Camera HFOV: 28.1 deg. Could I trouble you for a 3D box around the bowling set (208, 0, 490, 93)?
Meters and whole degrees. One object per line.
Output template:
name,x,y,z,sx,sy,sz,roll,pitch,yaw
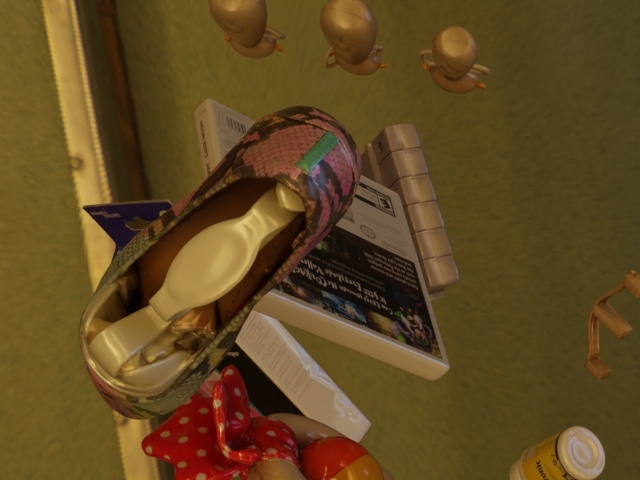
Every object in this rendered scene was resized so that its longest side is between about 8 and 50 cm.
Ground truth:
bowling set,0.047,-0.262,1.270,0.287,0.154,0.200,16,83,9

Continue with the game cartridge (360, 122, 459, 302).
game cartridge,0.081,0.003,1.791,0.068,0.355,0.230,-7,76,-18

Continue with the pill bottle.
pill bottle,0.275,0.265,1.507,0.065,0.116,0.065,13,60,-24

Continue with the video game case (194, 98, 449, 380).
video game case,0.000,0.000,0.892,0.190,0.173,0.022,25,126,-35

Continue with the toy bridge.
toy bridge,0.410,0.111,1.806,0.026,0.188,0.063,-14,47,-29

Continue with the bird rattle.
bird rattle,-0.011,0.207,1.048,0.253,0.207,0.143,32,100,23

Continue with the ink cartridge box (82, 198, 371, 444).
ink cartridge box,-0.113,0.103,1.408,0.371,0.175,0.069,52,59,-27

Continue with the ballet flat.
ballet flat,-0.065,0.024,0.608,0.077,0.079,0.221,45,123,1
